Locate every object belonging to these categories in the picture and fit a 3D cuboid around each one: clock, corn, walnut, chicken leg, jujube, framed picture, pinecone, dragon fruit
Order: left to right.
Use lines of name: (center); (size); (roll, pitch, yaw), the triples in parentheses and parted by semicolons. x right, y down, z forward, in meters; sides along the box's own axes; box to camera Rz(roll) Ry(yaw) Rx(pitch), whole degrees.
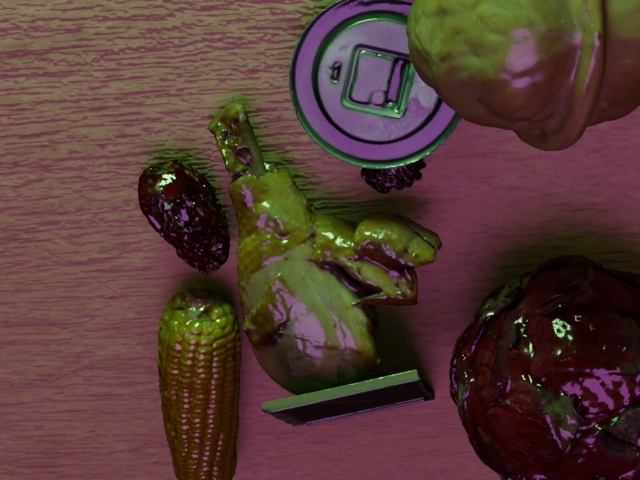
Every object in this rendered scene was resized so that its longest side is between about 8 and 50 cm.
jujube: (-0.174, -0.035, 1.929); (0.104, 0.104, 0.166); (-14, 130, 18)
corn: (-0.168, 0.215, 2.084); (0.120, 0.120, 0.363); (6, 125, 5)
chicken leg: (0.000, 0.000, 1.893); (0.295, 0.182, 0.409); (-17, 106, 23)
framed picture: (0.044, 0.215, 1.977); (0.208, 0.019, 0.281); (-12, 167, 5)
clock: (0.070, -0.193, 1.770); (0.215, 0.042, 0.215); (1, 107, 2)
pinecone: (0.088, -0.098, 1.858); (0.077, 0.077, 0.083); (39, 153, -18)
walnut: (0.247, -0.239, 1.603); (0.296, 0.285, 0.285); (-8, 126, -11)
dragon fruit: (0.317, 0.174, 1.866); (0.329, 0.329, 0.329); (4, 125, 6)
